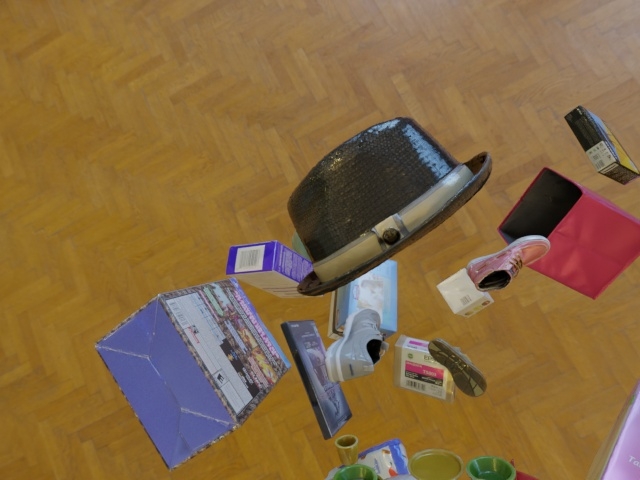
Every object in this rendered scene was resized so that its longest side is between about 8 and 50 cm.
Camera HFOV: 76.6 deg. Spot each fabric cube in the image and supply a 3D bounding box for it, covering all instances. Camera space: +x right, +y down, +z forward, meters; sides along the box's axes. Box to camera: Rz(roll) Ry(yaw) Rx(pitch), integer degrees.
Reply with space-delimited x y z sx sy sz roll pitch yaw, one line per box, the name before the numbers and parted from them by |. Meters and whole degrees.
fabric cube | 0.754 -0.029 1.226 0.258 0.254 0.259 25 116 -7

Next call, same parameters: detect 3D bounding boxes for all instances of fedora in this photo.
fedora | 0.068 -0.067 0.595 0.334 0.334 0.153 -35 93 3

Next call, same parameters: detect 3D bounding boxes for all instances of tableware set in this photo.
tableware set | 0.073 0.193 0.335 0.154 0.104 0.024 -7 93 37

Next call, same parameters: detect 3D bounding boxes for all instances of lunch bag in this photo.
lunch bag | 0.241 0.927 1.446 0.238 0.386 0.328 0 49 -22

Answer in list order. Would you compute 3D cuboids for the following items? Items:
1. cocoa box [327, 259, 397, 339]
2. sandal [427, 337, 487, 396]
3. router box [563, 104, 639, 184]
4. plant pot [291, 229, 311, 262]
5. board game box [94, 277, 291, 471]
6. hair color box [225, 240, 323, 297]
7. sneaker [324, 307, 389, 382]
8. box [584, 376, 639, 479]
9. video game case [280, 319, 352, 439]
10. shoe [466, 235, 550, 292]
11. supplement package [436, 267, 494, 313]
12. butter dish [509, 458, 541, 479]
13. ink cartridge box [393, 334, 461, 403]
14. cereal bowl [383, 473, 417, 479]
cocoa box | 0.188 0.255 1.785 0.231 0.228 0.347 17 54 -14
sandal | 0.338 0.303 0.992 0.180 0.049 0.072 46 122 3
router box | 0.672 -0.227 0.967 0.133 0.046 0.179 10 55 -31
plant pot | 0.000 0.000 1.736 0.196 0.293 0.293 -22 76 50
board game box | -0.206 0.213 0.742 0.141 0.291 0.232 -36 83 9
hair color box | -0.140 0.110 1.386 0.185 0.339 0.110 -6 66 26
sneaker | 0.109 0.245 0.944 0.115 0.281 0.105 -6 105 23
box | 0.313 0.286 0.385 0.117 0.214 0.243 25 48 38
video game case | -0.006 0.331 1.016 0.026 0.196 0.274 -28 73 12
shoe | 0.402 0.053 0.853 0.177 0.081 0.064 -24 110 15
supplement package | 0.605 0.222 1.677 0.139 0.244 0.134 -38 60 19
butter dish | 0.452 0.578 0.846 0.118 0.160 0.160 0 108 20
ink cartridge box | 0.401 0.486 1.542 0.234 0.088 0.193 7 109 28
cereal bowl | 0.175 0.532 0.599 0.338 0.141 0.339 9 52 -12
